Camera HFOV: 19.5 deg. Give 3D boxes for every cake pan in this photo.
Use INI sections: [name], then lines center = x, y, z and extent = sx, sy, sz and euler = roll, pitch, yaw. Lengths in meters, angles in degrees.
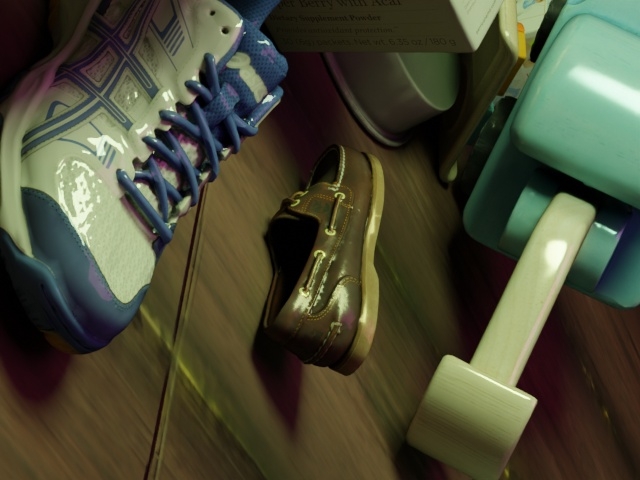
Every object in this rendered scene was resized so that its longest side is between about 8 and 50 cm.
[cake pan]
center = 0.051, -0.227, 1.584
extent = 0.293, 0.054, 0.293
euler = -14, 90, -70

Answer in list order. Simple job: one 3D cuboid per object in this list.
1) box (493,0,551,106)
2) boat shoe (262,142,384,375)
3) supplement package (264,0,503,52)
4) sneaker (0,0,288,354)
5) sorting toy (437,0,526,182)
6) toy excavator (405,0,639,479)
[box]
center = 0.261, -0.205, 1.913
extent = 0.103, 0.203, 0.114
euler = -78, 148, -50
[boat shoe]
center = 0.000, 0.000, 1.274
extent = 0.073, 0.073, 0.207
euler = 22, 36, -16
[supplement package]
center = 0.016, -0.293, 1.288
extent = 0.175, 0.177, 0.293
euler = -60, 137, -32
[sneaker]
center = -0.088, -0.074, 0.996
extent = 0.112, 0.131, 0.296
euler = 59, 27, -44
[sorting toy]
center = 0.146, -0.183, 1.688
extent = 0.208, 0.038, 0.193
euler = 112, -16, -53
[toy excavator]
center = 0.213, -0.032, 1.572
extent = 0.433, 0.222, 0.445
euler = -64, 171, 7
